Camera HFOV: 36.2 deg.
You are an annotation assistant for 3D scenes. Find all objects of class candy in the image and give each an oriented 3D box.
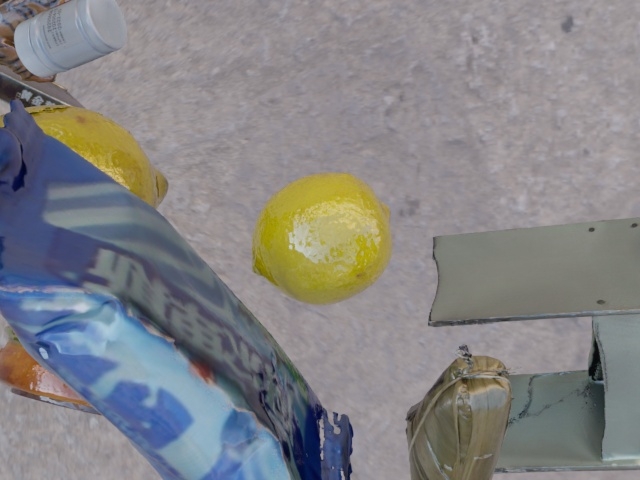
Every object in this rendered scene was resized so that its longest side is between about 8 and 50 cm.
[{"bbox_3d":[-0.079,0.072,0.565,0.077,0.187,0.331,-32,116,17],"label":"candy"}]

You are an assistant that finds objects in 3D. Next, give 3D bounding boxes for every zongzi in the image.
[{"bbox_3d":[0.129,0.200,0.857,0.081,0.189,0.178,6,61,-7],"label":"zongzi"}]

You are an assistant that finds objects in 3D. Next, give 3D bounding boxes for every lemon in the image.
[{"bbox_3d":[0.000,0.000,1.313,0.203,0.178,0.178,-25,102,4],"label":"lemon"},{"bbox_3d":[-0.356,-0.055,1.320,0.310,0.258,0.257,-15,100,-26],"label":"lemon"}]

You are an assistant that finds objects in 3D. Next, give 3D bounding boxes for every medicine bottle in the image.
[{"bbox_3d":[-0.233,-0.192,0.914,0.091,0.058,0.058,-15,102,26],"label":"medicine bottle"}]

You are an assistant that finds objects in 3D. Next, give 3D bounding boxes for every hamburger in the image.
[{"bbox_3d":[-0.382,0.165,1.679,0.330,0.330,0.250,16,79,-18],"label":"hamburger"}]

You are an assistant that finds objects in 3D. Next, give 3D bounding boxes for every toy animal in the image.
[{"bbox_3d":[-0.372,-0.227,1.102,0.255,0.116,0.114,-38,70,3],"label":"toy animal"}]

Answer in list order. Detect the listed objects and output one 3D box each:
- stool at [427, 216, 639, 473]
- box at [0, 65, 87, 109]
[{"bbox_3d":[0.275,0.127,1.142,0.270,0.170,0.243,-6,124,13],"label":"stool"},{"bbox_3d":[-0.491,-0.254,1.609,0.180,0.325,0.047,25,96,-30],"label":"box"}]
